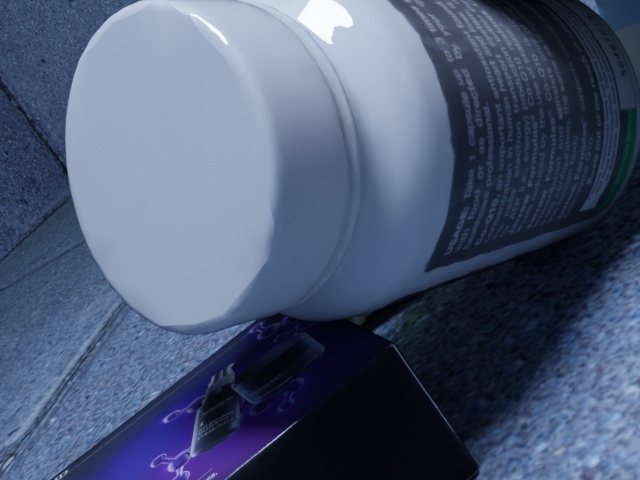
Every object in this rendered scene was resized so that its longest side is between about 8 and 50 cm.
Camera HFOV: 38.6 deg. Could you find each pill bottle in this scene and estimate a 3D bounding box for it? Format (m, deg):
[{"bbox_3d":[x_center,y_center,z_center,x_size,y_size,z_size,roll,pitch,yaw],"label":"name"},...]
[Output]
[{"bbox_3d":[0.040,-0.065,0.585,0.204,0.204,0.361,-18,-2,43],"label":"pill bottle"}]

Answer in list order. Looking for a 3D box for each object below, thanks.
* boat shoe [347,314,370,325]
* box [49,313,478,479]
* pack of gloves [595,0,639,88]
[{"bbox_3d":[0.000,0.000,0.881,0.098,0.109,0.302,-31,21,-9],"label":"boat shoe"},{"bbox_3d":[-0.066,0.159,0.556,0.261,0.103,0.184,-38,14,-13],"label":"box"},{"bbox_3d":[0.224,-0.203,0.826,0.046,0.232,0.195,-6,1,-20],"label":"pack of gloves"}]
